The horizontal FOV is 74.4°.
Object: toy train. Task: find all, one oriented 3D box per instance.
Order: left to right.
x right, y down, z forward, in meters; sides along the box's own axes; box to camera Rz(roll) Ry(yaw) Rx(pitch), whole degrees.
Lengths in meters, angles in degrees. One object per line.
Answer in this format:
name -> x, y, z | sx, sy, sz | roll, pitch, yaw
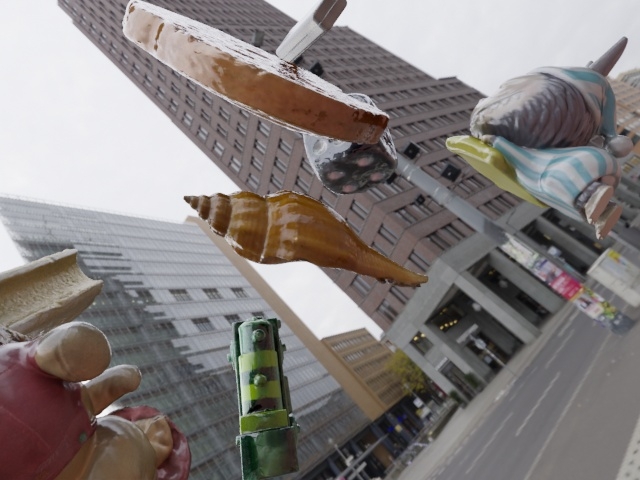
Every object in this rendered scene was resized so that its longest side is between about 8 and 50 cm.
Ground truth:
toy train -> -0.072, 0.189, 0.531 | 0.083, 0.200, 0.132 | -7, -22, -13

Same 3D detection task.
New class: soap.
soap -> -0.680, 0.176, 0.902 | 0.294, 0.156, 0.335 | -36, 6, 9

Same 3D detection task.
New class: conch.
conch -> 0.001, -0.005, 0.515 | 0.331, 0.093, 0.109 | 12, -13, -20

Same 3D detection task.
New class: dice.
dice -> 0.075, -0.232, 1.040 | 0.183, 0.181, 0.183 | -23, -29, 22

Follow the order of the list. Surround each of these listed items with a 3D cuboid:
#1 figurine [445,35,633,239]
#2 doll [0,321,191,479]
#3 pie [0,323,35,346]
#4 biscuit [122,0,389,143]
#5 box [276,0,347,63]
figurine -> 0.516, -0.258, 0.866 | 0.266, 0.361, 0.377 | 19, -71, -45
doll -> -0.217, 0.202, 0.351 | 0.196, 0.152, 0.255 | -29, -55, -27
pie -> -0.484, 0.130, 0.603 | 0.191, 0.088, 0.033 | 46, -110, -30
biscuit -> -0.112, -0.263, 0.654 | 0.350, 0.455, 0.078 | 10, -64, -41
box -> -0.029, -0.527, 1.052 | 0.055, 0.244, 0.103 | 37, -104, -23
